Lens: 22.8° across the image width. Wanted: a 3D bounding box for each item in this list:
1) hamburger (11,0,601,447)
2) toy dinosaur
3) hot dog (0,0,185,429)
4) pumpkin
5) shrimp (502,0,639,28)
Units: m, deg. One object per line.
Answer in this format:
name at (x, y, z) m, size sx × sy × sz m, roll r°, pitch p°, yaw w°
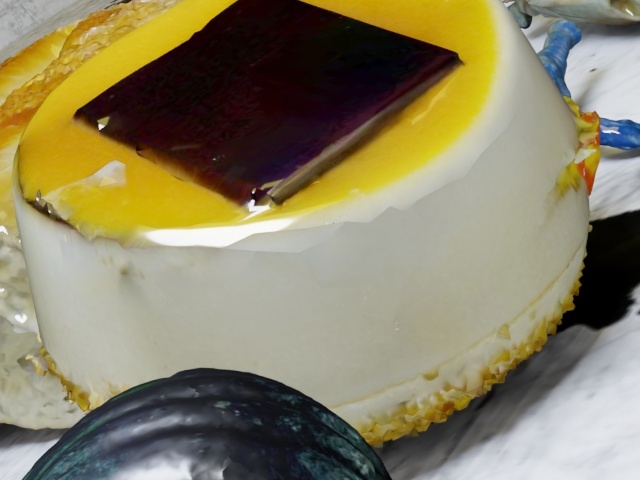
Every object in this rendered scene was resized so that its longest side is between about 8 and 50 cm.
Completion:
hamburger at (-0.005, -0.012, 0.770) m, size 0.294 × 0.179 × 0.276 m, roll -39°, pitch 38°, yaw -26°
toy dinosaur at (0.090, -0.086, 1.025) m, size 0.247 × 0.075 × 0.188 m, roll 1°, pitch 20°, yaw 13°
hot dog at (-0.187, -0.019, 1.079) m, size 0.367 × 0.196 × 0.365 m, roll -15°, pitch 29°, yaw 37°
pumpkin at (-0.046, 0.127, 0.464) m, size 0.150 × 0.194 × 0.194 m, roll 8°, pitch -3°, yaw -32°
shrimp at (0.265, -0.221, 1.200) m, size 0.247 × 0.085 × 0.360 m, roll -28°, pitch 17°, yaw -36°
